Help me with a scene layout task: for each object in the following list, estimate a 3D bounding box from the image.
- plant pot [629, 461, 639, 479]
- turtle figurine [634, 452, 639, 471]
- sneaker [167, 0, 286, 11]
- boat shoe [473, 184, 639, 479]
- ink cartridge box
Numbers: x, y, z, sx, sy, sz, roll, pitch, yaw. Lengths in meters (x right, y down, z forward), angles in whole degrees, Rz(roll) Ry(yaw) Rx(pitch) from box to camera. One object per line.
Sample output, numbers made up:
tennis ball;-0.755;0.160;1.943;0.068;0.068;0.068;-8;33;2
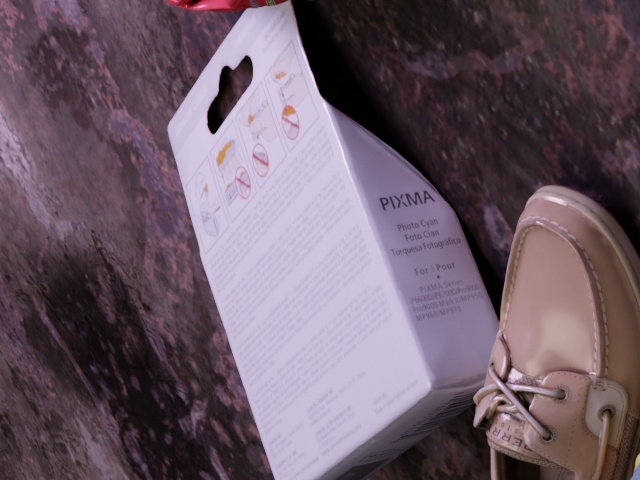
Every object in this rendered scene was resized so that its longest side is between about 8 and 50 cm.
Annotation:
plant pot;0.336;0.161;0.956;0.247;0.248;0.252;43;139;-4
turtle figurine;0.287;0.220;1.232;0.217;0.087;0.269;45;127;9
sneaker;-0.099;-0.235;1.397;0.279;0.118;0.107;20;128;61
boat shoe;0.177;0.126;1.298;0.121;0.110;0.341;22;130;45
ink cartridge box;0.000;0.000;1.512;0.308;0.091;0.385;-46;57;56
